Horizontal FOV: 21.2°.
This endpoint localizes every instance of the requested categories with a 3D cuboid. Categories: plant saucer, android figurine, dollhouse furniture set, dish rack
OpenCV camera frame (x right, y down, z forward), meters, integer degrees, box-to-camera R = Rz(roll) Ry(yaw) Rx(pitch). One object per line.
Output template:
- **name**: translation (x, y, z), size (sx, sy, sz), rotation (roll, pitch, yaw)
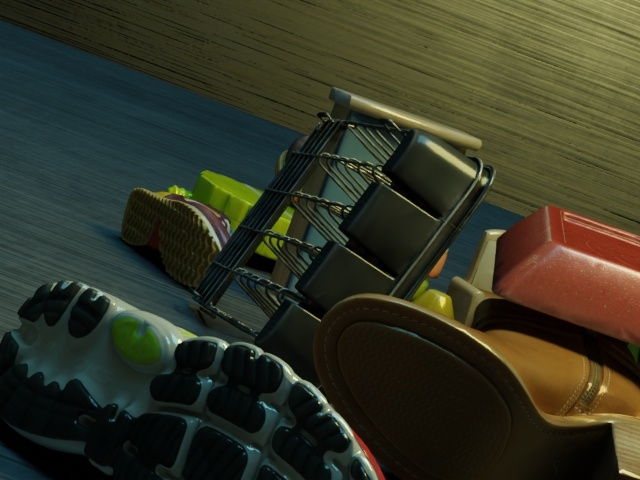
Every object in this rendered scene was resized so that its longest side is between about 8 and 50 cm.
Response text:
- **plant saucer**: translation (0.256, 0.039, 1.250), size (0.258, 0.047, 0.259), rotation (19, 9, 4)
- **android figurine**: translation (-0.027, -0.002, 1.739), size (0.273, 0.056, 0.248), rotation (19, 8, -30)
- **dollhouse furniture set**: translation (0.132, 0.029, 1.403), size (0.286, 0.198, 0.303), rotation (16, 9, -27)
- **dish rack**: translation (0.000, 0.000, 1.268), size (0.074, 0.208, 0.271), rotation (40, -6, -17)

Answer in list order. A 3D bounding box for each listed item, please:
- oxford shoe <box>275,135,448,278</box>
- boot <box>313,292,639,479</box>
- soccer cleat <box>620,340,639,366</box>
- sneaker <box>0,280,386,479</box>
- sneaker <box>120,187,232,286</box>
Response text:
- **oxford shoe**: translation (0.058, -0.069, 1.751), size (0.130, 0.132, 0.364), rotation (21, 7, -25)
- **boot**: translation (0.121, 0.081, 1.142), size (0.283, 0.109, 0.220), rotation (24, 24, -11)
- **soccer cleat**: translation (0.239, 0.063, 1.464), size (0.121, 0.093, 0.289), rotation (14, 16, 20)
- **sneaker**: translation (-0.045, 0.096, 0.843), size (0.279, 0.107, 0.118), rotation (31, 3, 43)
- **sneaker**: translation (-0.103, -0.003, 1.495), size (0.084, 0.069, 0.185), rotation (9, 13, -33)
